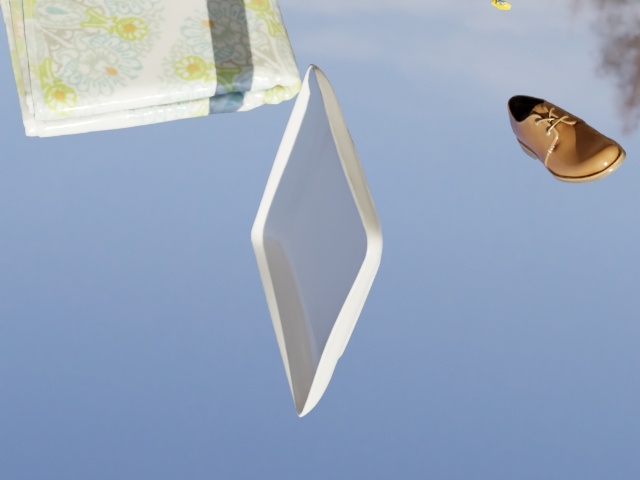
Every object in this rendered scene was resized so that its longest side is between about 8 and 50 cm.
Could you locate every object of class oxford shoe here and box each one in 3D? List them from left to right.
[{"bbox_3d":[0.289,-0.127,1.977,0.076,0.076,0.212,53,169,-31],"label":"oxford shoe"}]

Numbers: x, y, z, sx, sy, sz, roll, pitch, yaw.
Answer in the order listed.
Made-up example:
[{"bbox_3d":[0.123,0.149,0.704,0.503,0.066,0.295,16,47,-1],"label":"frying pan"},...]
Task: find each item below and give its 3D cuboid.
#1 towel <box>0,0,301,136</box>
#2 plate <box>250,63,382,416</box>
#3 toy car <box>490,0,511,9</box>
[{"bbox_3d":[-0.240,-0.296,2.199,0.374,0.090,0.321,-10,-121,-10],"label":"towel"},{"bbox_3d":[0.000,0.000,1.739,0.045,0.278,0.277,2,-134,-19],"label":"plate"},{"bbox_3d":[0.266,-0.408,2.481,0.122,0.060,0.040,42,169,-32],"label":"toy car"}]
